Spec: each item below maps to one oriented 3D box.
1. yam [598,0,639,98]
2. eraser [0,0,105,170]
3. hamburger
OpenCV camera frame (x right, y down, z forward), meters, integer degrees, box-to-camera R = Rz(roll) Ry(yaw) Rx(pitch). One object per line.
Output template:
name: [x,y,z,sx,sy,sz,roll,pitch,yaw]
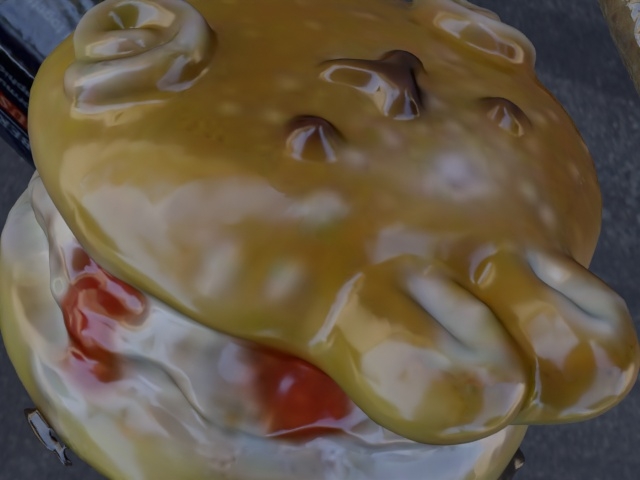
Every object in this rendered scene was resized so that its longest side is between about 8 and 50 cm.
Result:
yam: [0.239,-0.176,1.013,0.081,0.356,0.081,-11,161,-4]
eraser: [-0.163,-0.090,1.087,0.332,0.101,0.155,45,151,-8]
hamburger: [0.000,0.000,0.622,0.261,0.302,0.186,2,132,-21]
